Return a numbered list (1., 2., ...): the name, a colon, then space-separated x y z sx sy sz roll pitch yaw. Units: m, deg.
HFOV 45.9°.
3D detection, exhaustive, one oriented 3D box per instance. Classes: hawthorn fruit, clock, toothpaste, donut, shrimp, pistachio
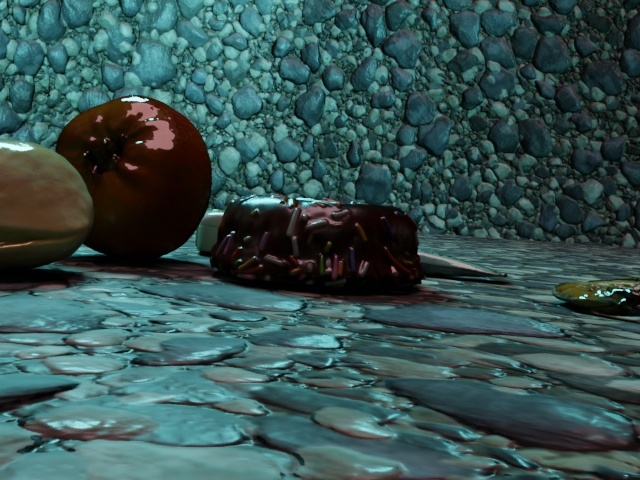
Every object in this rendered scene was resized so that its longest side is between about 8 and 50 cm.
1. hawthorn fruit: -0.206 -0.063 0.899 0.196 0.197 0.225 5 -13 14
2. clock: -0.080 -0.009 1.079 0.191 0.062 0.151 5 2 -7
3. toothpaste: 0.128 0.027 0.966 0.216 0.037 0.062 9 4 13
4. donut: 0.000 0.000 0.797 0.235 0.089 0.235 6 2 0
5. shrimp: 0.320 0.052 0.715 0.195 0.035 0.148 -2 -2 19
6. pistachio: -0.281 -0.029 0.653 0.145 0.117 0.200 11 6 22
